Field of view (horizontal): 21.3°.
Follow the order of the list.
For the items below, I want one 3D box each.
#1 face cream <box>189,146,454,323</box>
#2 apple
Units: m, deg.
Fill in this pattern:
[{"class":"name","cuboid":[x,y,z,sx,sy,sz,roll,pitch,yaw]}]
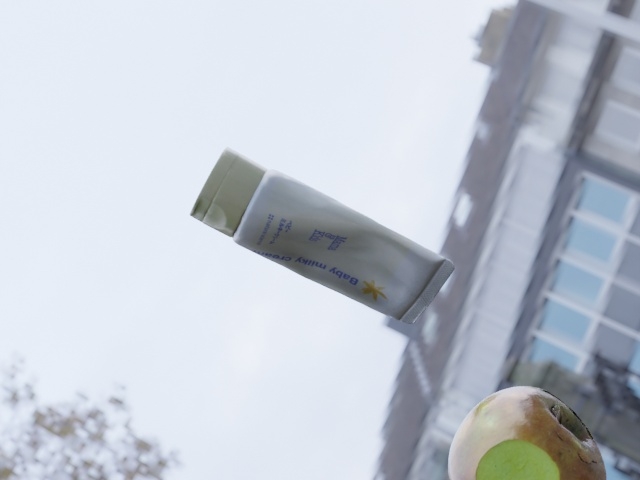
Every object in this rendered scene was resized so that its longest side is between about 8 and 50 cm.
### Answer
[{"class":"face cream","cuboid":[0.000,0.000,1.486,0.070,0.224,0.114,-62,2,-35]},{"class":"apple","cuboid":[0.150,0.165,1.239,0.102,0.114,0.099,-46,-3,19]}]
